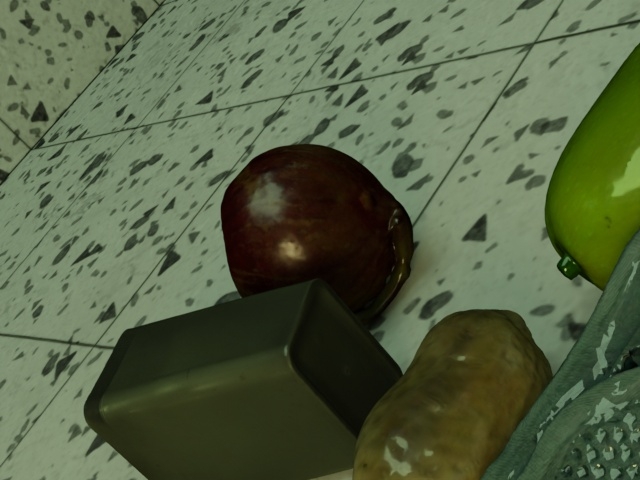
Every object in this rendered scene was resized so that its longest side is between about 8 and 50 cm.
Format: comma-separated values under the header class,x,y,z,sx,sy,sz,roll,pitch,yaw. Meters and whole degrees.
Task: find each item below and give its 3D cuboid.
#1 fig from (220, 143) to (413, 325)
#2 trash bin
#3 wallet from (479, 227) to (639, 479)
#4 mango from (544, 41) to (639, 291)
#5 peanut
class,x,y,z,sx,sy,sz,roll,pitch,yaw
fig,-0.001,-0.001,1.132,0.205,0.205,0.205,-32,28,19
trash bin,-0.068,0.140,1.012,0.240,0.164,0.122,-20,33,35
wallet,0.257,0.127,0.612,0.342,0.075,0.237,28,83,50
mango,0.309,-0.097,0.865,0.343,0.156,0.192,-53,29,-18
peanut,0.102,0.142,0.828,0.129,0.129,0.224,-11,32,46
